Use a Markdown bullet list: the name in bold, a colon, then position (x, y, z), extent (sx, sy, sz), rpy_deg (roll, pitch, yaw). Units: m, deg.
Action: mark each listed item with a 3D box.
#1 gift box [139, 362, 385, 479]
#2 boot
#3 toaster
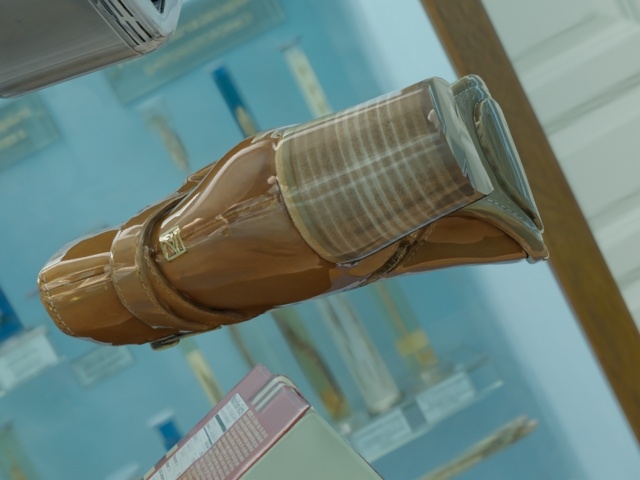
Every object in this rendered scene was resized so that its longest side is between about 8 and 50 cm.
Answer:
- **gift box**: position (-0.030, 0.270, 0.873), extent (0.276, 0.258, 0.255), rpy_deg (-45, 8, -2)
- **boot**: position (0.000, 0.000, 0.708), extent (0.220, 0.109, 0.283), rpy_deg (-22, -4, 18)
- **toaster**: position (-0.187, -0.188, 0.855), extent (0.146, 0.227, 0.129), rpy_deg (-10, 49, 22)
